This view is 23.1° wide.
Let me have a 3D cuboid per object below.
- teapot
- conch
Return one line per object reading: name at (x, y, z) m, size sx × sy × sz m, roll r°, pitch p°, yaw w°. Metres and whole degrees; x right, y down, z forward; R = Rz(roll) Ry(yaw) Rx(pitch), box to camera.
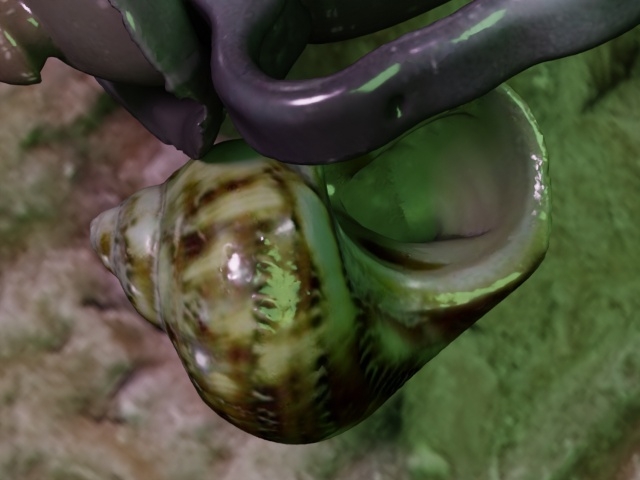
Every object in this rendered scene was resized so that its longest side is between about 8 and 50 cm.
teapot at (-0.009, -0.134, 0.653) m, size 0.285 × 0.223 × 0.305 m, roll -39°, pitch 73°, yaw -8°
conch at (-0.002, 0.000, 0.718) m, size 0.181 × 0.124 × 0.187 m, roll 15°, pitch 84°, yaw -37°
